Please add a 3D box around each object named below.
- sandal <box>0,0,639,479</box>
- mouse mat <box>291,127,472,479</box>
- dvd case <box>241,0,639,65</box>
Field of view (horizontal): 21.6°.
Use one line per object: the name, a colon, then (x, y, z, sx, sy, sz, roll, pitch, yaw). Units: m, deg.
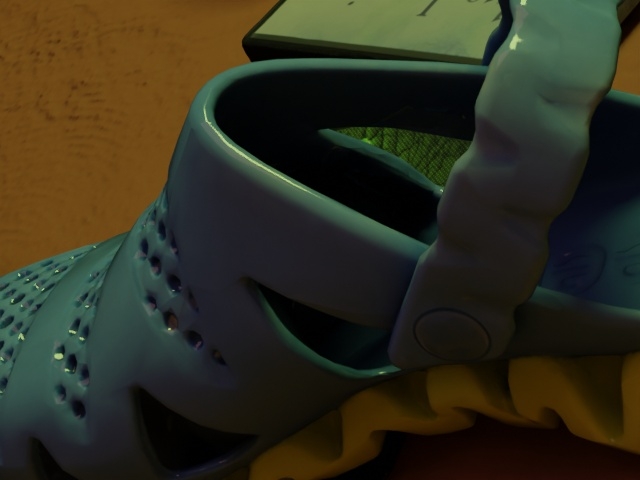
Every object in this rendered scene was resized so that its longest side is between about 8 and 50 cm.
sandal: (0.000, 0.000, 0.491, 0.317, 0.138, 0.126, -17, 40, 27)
mouse mat: (-0.010, 0.019, 0.605, 0.152, 0.007, 0.190, -8, 43, 37)
dvd case: (0.099, -0.153, 0.700, 0.253, 0.022, 0.180, -49, 34, -20)
